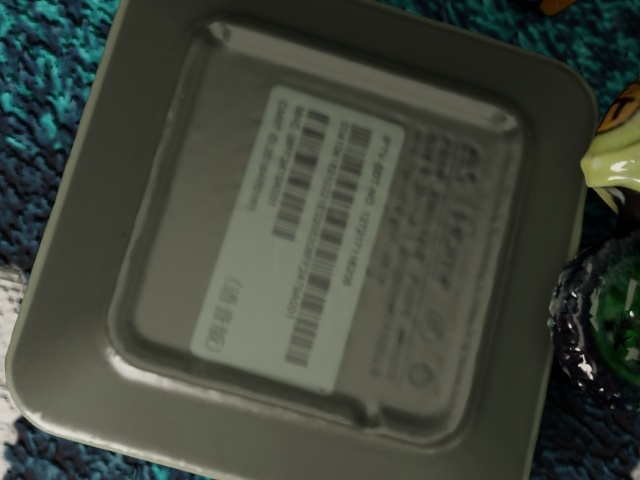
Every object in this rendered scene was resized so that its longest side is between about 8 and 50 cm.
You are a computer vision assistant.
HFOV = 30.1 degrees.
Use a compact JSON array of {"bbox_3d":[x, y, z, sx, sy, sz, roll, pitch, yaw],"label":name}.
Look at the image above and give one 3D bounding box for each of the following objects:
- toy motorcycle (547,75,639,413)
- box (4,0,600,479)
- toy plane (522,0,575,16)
[{"bbox_3d":[0.345,-0.014,0.883,0.410,0.168,0.237,-7,93,-22],"label":"toy motorcycle"},{"bbox_3d":[0.000,0.000,0.859,0.373,0.090,0.367,16,77,-6],"label":"box"},{"bbox_3d":[0.218,-0.354,0.949,0.204,0.103,0.316,-18,98,-15],"label":"toy plane"}]
